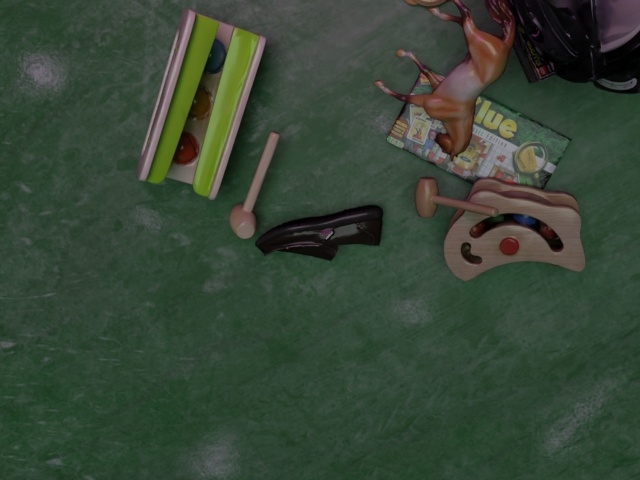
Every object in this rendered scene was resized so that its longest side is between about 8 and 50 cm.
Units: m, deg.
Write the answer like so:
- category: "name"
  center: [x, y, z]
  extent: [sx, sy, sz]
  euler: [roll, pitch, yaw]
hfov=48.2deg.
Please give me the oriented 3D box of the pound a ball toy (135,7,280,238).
- category: "pound a ball toy"
  center: [-0.168, -0.185, 1.163]
  extent: [0.208, 0.136, 0.319]
  euler: [14, 104, -21]

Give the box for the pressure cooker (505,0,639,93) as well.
- category: "pressure cooker"
  center: [0.393, -0.403, 0.847]
  extent: [0.420, 0.375, 0.369]
  euler: [-20, 71, -15]

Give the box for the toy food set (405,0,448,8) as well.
- category: "toy food set"
  center: [0.172, -0.403, 1.112]
  extent: [0.083, 0.020, 0.083]
  euler: [14, 102, 5]

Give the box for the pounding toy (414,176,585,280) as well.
- category: "pounding toy"
  center: [0.268, 0.001, 1.091]
  extent: [0.270, 0.155, 0.154]
  euler: [12, 114, 11]

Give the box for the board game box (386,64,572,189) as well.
- category: "board game box"
  center: [0.250, -0.161, 1.143]
  extent: [0.260, 0.030, 0.136]
  euler: [27, 101, 2]

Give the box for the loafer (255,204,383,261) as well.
- category: "loafer"
  center: [0.000, 0.000, 1.181]
  extent: [0.220, 0.080, 0.078]
  euler: [-11, 98, 10]

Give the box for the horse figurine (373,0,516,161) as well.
- category: "horse figurine"
  center: [0.200, -0.254, 1.044]
  extent: [0.174, 0.066, 0.263]
  euler: [40, 127, 5]

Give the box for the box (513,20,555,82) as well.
- category: "box"
  center: [0.292, -0.335, 1.060]
  extent: [0.036, 0.114, 0.207]
  euler: [-25, 96, 12]
